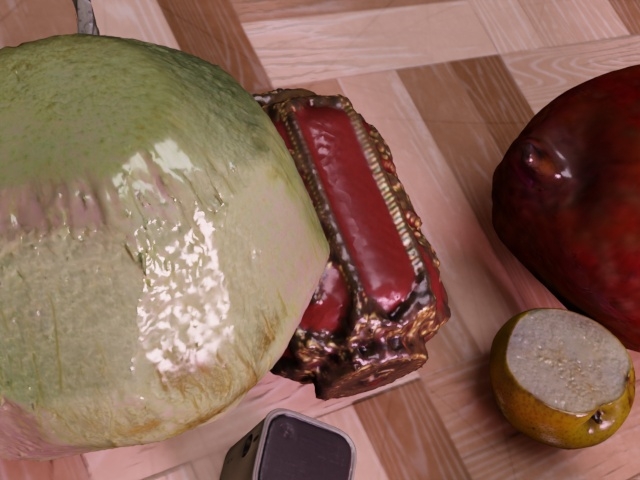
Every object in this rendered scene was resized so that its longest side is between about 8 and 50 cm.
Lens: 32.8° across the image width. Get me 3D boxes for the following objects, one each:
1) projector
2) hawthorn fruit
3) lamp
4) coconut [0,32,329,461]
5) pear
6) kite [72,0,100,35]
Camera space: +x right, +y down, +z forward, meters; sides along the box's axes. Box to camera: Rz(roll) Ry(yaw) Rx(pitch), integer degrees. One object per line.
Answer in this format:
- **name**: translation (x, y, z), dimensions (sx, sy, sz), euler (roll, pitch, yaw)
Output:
- **projector**: translation (-0.028, 0.192, 0.863), dimensions (0.083, 0.082, 0.083), euler (23, 52, -15)
- **hawthorn fruit**: translation (0.331, -0.027, 1.078), dimensions (0.325, 0.308, 0.308), euler (-5, 62, -5)
- **lamp**: translation (0.000, 0.000, 0.949), dimensions (0.177, 0.177, 0.273), euler (-8, 64, -33)
- **coconut**: translation (-0.151, 0.015, 0.778), dimensions (0.329, 0.328, 0.281), euler (-8, 45, -33)
- **pear**: translation (0.221, 0.138, 1.027), dimensions (0.141, 0.104, 0.141), euler (5, 43, -4)
- **kite**: translation (-0.179, -0.105, 0.925), dimensions (0.229, 0.012, 0.249), euler (-9, 96, 6)
